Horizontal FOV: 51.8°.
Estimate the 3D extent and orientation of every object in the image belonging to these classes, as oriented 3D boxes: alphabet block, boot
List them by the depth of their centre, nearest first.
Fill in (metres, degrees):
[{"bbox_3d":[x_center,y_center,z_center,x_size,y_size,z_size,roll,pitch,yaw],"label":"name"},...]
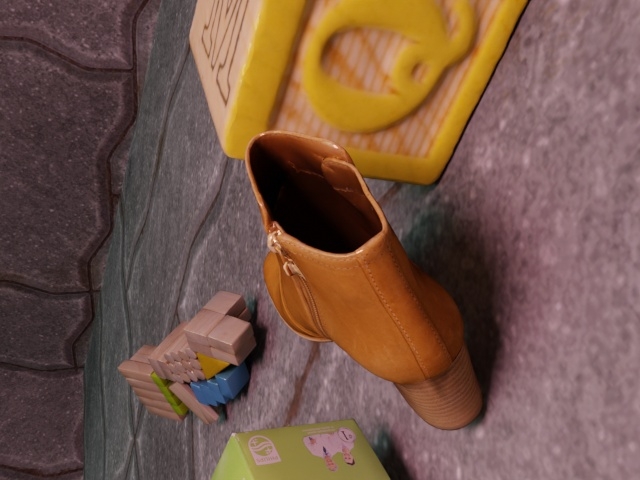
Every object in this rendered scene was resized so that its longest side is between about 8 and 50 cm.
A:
[{"bbox_3d":[0.000,0.001,0.497,0.295,0.104,0.211,37,162,52],"label":"boot"},{"bbox_3d":[0.015,-0.183,0.525,0.197,0.192,0.193,-112,35,-48],"label":"alphabet block"}]

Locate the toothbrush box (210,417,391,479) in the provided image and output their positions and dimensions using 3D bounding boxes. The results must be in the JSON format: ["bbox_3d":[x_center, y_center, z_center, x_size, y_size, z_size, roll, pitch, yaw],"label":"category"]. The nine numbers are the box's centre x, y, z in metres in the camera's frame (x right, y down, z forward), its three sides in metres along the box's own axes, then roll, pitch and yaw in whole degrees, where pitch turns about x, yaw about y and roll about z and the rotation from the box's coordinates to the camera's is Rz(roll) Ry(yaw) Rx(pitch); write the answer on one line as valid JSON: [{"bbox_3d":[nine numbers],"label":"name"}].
[{"bbox_3d":[0.004,0.306,0.467,0.283,0.122,0.206,53,129,42],"label":"toothbrush box"}]

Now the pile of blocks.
[{"bbox_3d":[-0.166,0.176,0.981,0.362,0.149,0.112,-32,13,50],"label":"pile of blocks"}]
